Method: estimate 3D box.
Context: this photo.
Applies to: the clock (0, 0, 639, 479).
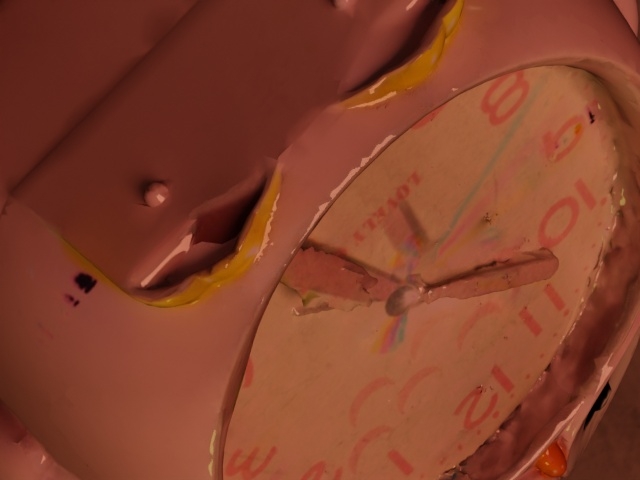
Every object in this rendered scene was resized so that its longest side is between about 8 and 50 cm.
[{"bbox_3d":[0.000,0.000,0.863,0.368,0.250,0.376,-47,142,-7],"label":"clock"}]
